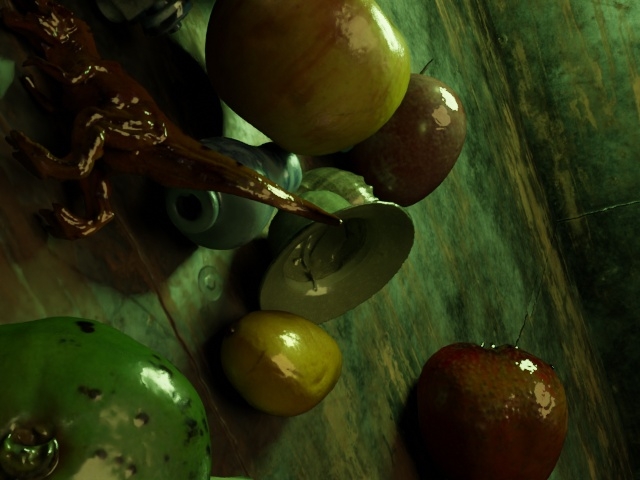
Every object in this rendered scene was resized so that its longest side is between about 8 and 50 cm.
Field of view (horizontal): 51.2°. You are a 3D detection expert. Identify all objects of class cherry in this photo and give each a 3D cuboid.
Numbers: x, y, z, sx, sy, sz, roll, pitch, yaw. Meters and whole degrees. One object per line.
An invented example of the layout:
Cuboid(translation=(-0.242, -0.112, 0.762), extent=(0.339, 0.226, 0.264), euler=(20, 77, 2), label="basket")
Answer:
Cuboid(translation=(0.154, -0.207, 1.248), extent=(0.213, 0.236, 0.285), euler=(17, 95, -15), label="cherry")

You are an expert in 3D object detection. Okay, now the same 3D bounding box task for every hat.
Cuboid(translation=(0.000, 0.000, 0.989), extent=(0.257, 0.257, 0.130), euler=(27, 24, -51), label="hat")

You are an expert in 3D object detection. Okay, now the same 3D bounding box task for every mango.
Cuboid(translation=(-0.043, 0.167, 0.906), extent=(0.227, 0.109, 0.147), euler=(21, 37, -53), label="mango")

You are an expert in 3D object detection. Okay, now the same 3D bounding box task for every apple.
Cuboid(translation=(-0.021, -0.251, 0.901), extent=(0.286, 0.233, 0.286), euler=(46, 15, -16), label="apple")

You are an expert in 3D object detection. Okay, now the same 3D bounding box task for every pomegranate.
Cuboid(translation=(-0.212, 0.180, 0.517), extent=(0.254, 0.270, 0.254), euler=(5, 72, -15), label="pomegranate")

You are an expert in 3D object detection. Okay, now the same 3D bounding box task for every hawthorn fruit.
Cuboid(translation=(0.313, 0.369, 1.270), extent=(0.285, 0.285, 0.368), euler=(1, 100, -58), label="hawthorn fruit")

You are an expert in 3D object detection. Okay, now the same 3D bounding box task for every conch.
Cuboid(translation=(0.023, -0.056, 1.136), extent=(0.207, 0.130, 0.155), euler=(2, 41, -36), label="conch")

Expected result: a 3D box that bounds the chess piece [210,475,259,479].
Cuboid(translation=(-0.130, 0.368, 0.676), extent=(0.133, 0.133, 0.243), euler=(22, 64, -53), label="chess piece")

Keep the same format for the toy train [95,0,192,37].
Cuboid(translation=(-0.136, -0.369, 0.796), extent=(0.131, 0.300, 0.202), euler=(52, 31, -30), label="toy train")

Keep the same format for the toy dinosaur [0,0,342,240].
Cuboid(translation=(-0.202, -0.088, 0.702), extent=(0.432, 0.097, 0.208), euler=(43, 59, -5), label="toy dinosaur")

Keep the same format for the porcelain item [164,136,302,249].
Cuboid(translation=(-0.110, -0.070, 0.877), extent=(0.259, 0.141, 0.141), euler=(-36, 109, -66), label="porcelain item")

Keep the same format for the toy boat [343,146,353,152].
Cuboid(translation=(-0.016, -0.247, 1.158), extent=(0.215, 0.088, 0.102), euler=(48, 7, -37), label="toy boat")
